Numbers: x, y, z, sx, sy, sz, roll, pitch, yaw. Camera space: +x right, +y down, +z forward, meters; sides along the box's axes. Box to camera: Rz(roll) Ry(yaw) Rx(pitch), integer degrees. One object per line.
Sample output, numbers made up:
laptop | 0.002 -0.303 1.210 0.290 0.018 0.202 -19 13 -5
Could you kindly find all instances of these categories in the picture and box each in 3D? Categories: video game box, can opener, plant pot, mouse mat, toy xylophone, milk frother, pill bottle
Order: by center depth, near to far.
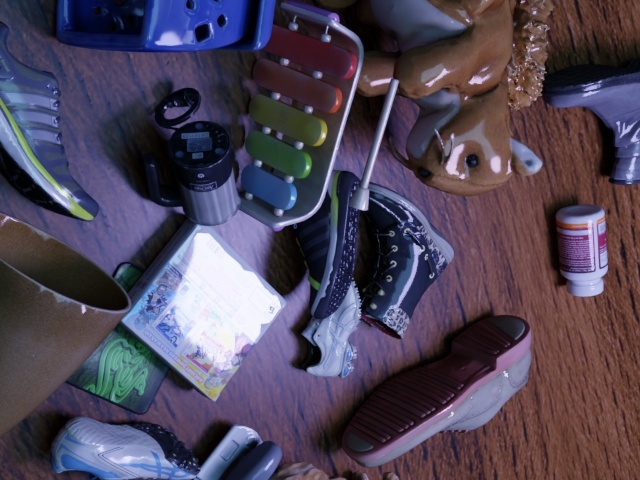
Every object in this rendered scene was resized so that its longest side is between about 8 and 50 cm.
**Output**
plant pot | -0.406 0.125 1.468 0.237 0.237 0.254 29 98 -35
plant pot | -0.184 -0.353 1.495 0.212 0.236 0.236 -1 101 -41
milk frother | -0.172 -0.119 1.634 0.135 0.129 0.143 87 16 -55
toy xylophone | -0.013 -0.168 1.647 0.081 0.236 0.323 2 101 -44
mouse mat | -0.266 0.142 1.676 0.152 0.007 0.190 31 83 -35
video game box | -0.172 0.100 1.699 0.205 0.048 0.187 47 69 -31
can opener | -0.177 0.394 1.745 0.280 0.093 0.074 -49 122 -10
pill bottle | 0.466 0.018 2.091 0.086 0.086 0.152 -17 109 -30

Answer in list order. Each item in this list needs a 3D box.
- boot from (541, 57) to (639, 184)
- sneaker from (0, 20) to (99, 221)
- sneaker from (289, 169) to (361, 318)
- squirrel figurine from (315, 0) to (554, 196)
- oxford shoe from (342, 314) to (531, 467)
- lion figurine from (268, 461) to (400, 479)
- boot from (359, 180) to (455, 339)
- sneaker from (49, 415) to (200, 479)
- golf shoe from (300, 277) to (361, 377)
boot | 0.530 -0.199 2.076 0.338 0.118 0.223 -10 111 -28
sneaker | -0.365 -0.147 1.489 0.121 0.111 0.300 -46 123 -22
sneaker | 0.000 0.000 1.779 0.084 0.097 0.235 14 86 -69
squirrel figurine | 0.231 -0.266 1.735 0.397 0.281 0.370 -25 99 -40
oxford shoe | 0.212 0.280 1.949 0.397 0.140 0.146 -29 122 -23
lion figurine | 0.027 0.511 1.862 0.240 0.142 0.392 -28 108 -41
boot | 0.102 0.032 1.844 0.236 0.085 0.178 41 72 -37
sneaker | -0.276 0.307 1.668 0.237 0.085 0.086 20 115 -39
golf shoe | 0.013 0.130 1.826 0.086 0.069 0.176 -1 99 -27
